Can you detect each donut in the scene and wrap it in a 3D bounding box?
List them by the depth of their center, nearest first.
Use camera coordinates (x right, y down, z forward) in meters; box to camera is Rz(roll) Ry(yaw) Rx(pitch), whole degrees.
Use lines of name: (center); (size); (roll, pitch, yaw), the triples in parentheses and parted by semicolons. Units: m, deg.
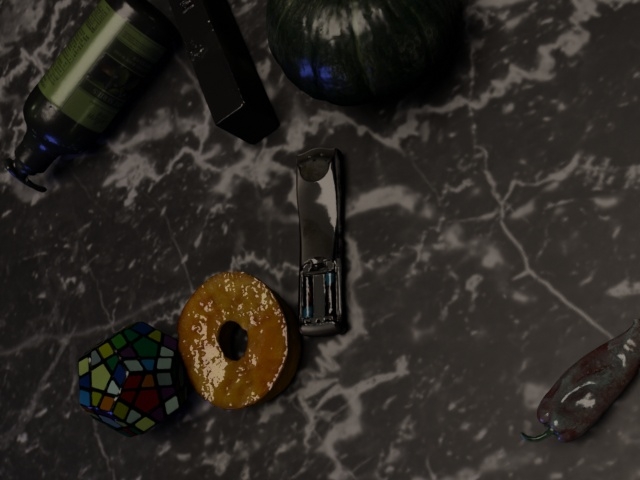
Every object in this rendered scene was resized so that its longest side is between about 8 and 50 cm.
donut: (-0.086, 0.111, 1.100); (0.151, 0.058, 0.152); (-7, 76, 28)

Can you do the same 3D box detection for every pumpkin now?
pumpkin: (0.045, -0.236, 1.055); (0.211, 0.152, 0.212); (-2, 57, 4)

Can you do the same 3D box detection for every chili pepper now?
chili pepper: (0.249, 0.136, 0.920); (0.050, 0.041, 0.153); (43, 84, 9)

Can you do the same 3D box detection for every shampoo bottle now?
shampoo bottle: (-0.304, -0.187, 1.267); (0.284, 0.101, 0.101); (-49, 61, 10)

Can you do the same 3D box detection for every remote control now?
remote control: (0.000, 0.000, 1.096); (0.059, 0.028, 0.212); (-10, 74, 28)

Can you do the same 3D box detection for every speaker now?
speaker: (-0.119, -0.223, 1.186); (0.044, 0.082, 0.218); (-31, 64, 20)

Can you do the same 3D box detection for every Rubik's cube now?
Rubik's cube: (-0.211, 0.157, 1.126); (0.133, 0.133, 0.112); (-31, 95, 19)
